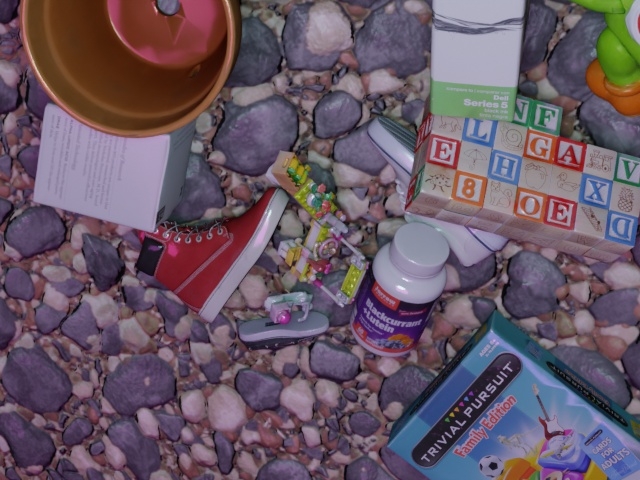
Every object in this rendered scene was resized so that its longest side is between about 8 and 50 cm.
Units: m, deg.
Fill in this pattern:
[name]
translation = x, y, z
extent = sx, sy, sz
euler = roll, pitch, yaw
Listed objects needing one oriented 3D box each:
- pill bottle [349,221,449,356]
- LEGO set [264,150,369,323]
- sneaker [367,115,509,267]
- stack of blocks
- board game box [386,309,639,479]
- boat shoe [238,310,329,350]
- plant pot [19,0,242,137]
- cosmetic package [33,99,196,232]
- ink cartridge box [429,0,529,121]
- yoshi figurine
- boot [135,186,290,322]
[pill bottle]
translation = 0.115, 0.067, 1.964
extent = 0.108, 0.108, 0.193
euler = 23, 136, 3
[LEGO set]
translation = 0.000, 0.000, 1.960
extent = 0.107, 0.132, 0.287
euler = 42, 142, 38
[sneaker]
translation = 0.148, -0.061, 1.951
extent = 0.258, 0.094, 0.091
euler = 45, 110, -6
[stack of blocks]
translation = 0.277, -0.093, 1.867
extent = 0.297, 0.087, 0.171
euler = 15, 71, -7
[board game box]
translation = 0.308, 0.305, 2.061
extent = 0.336, 0.079, 0.254
euler = 37, 112, -3
[boat shoe]
translation = -0.052, 0.138, 2.095
extent = 0.142, 0.049, 0.040
euler = -7, 127, 15
[plant pot]
translation = -0.233, -0.303, 1.882
extent = 0.290, 0.203, 0.291
euler = 4, 110, 10
[cosmetic package]
translation = -0.291, -0.122, 1.989
extent = 0.183, 0.151, 0.152
euler = 14, 112, 5
[ink cartridge box]
translation = 0.205, -0.316, 1.735
extent = 0.114, 0.198, 0.273
euler = 7, 139, 9
[yoshi figurine]
translation = 0.376, -0.332, 1.716
extent = 0.203, 0.204, 0.362
euler = 12, 152, 28
[boot]
translation = -0.168, -0.015, 2.040
extent = 0.176, 0.088, 0.244
euler = 37, 116, -2
